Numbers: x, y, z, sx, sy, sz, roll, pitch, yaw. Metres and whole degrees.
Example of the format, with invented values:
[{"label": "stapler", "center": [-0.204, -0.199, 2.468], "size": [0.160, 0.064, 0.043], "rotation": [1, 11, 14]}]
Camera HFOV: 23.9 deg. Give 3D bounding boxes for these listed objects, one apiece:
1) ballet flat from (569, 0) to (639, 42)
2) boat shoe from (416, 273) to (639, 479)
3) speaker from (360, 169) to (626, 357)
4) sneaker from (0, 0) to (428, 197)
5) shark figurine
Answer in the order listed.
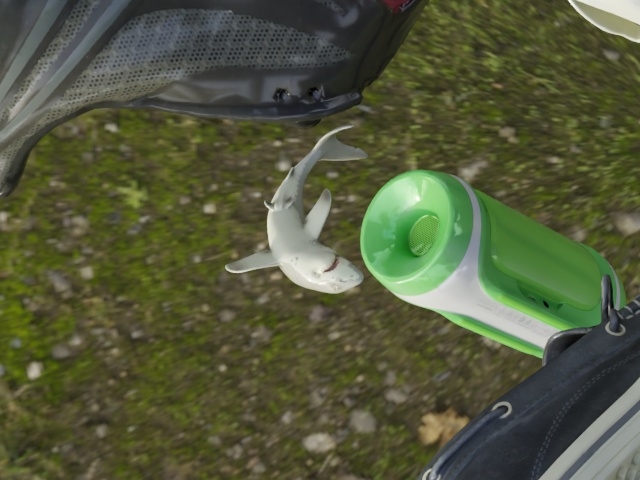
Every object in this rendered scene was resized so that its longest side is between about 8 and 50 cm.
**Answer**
[{"label": "ballet flat", "center": [0.381, -0.235, 1.534], "size": [0.400, 0.139, 0.139], "rotation": [26, 100, -6]}, {"label": "boat shoe", "center": [0.254, 0.120, 1.188], "size": [0.156, 0.500, 0.187], "rotation": [18, 131, 42]}, {"label": "speaker", "center": [0.173, 0.030, 1.460], "size": [0.131, 0.296, 0.131], "rotation": [-19, 61, 37]}, {"label": "sneaker", "center": [-0.008, -0.169, 0.767], "size": [0.483, 0.185, 0.202], "rotation": [-21, 119, 3]}, {"label": "shark figurine", "center": [-0.015, -0.012, 1.830], "size": [0.166, 0.278, 0.116], "rotation": [-17, 132, 17]}]
